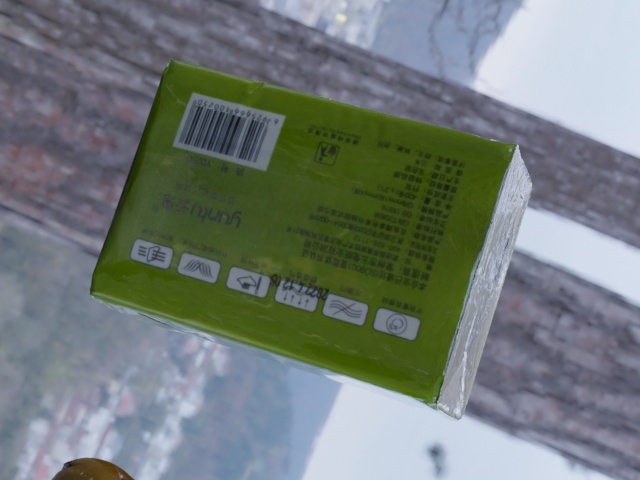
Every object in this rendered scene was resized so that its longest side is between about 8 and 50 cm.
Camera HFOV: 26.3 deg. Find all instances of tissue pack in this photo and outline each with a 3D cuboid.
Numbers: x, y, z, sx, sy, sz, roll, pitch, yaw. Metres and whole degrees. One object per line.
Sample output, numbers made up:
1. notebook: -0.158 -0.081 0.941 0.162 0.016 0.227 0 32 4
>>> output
1. tissue pack: 0.000 0.000 1.045 0.167 0.274 0.200 41 66 -74

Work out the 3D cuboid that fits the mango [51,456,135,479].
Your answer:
1. mango: -0.118 0.171 0.731 0.077 0.063 0.127 -35 -123 28
